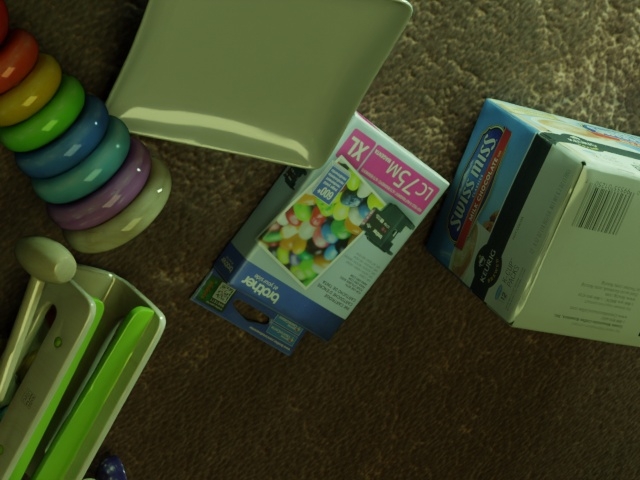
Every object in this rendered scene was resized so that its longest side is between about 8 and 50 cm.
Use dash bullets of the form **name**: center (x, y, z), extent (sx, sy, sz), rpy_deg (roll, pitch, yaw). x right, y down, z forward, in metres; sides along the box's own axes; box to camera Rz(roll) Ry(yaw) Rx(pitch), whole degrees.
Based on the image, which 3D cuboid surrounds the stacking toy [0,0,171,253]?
- **stacking toy**: center (-0.299, -0.142, 1.574), extent (0.141, 0.141, 0.330), rpy_deg (-38, 123, -4)

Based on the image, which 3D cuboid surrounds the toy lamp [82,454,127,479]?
- **toy lamp**: center (-0.376, 0.323, 1.817), extent (0.274, 0.080, 0.080), rpy_deg (-10, 120, -24)

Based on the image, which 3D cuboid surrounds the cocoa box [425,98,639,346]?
- **cocoa box**: center (0.359, -0.014, 1.919), extent (0.347, 0.228, 0.231), rpy_deg (10, 110, -31)

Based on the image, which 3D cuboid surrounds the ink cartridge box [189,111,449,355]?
- **ink cartridge box**: center (0.000, 0.000, 1.848), extent (0.186, 0.065, 0.311), rpy_deg (33, 100, -36)

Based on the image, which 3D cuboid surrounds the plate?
- **plate**: center (-0.076, -0.204, 1.635), extent (0.277, 0.045, 0.278), rpy_deg (11, 138, -20)

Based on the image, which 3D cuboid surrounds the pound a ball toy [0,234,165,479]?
- **pound a ball toy**: center (-0.329, 0.137, 1.690), extent (0.208, 0.136, 0.319), rpy_deg (16, 107, -51)

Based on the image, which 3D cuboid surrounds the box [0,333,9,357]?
- **box**: center (-0.454, 0.172, 1.668), extent (0.164, 0.021, 0.201), rpy_deg (-57, 155, 10)
